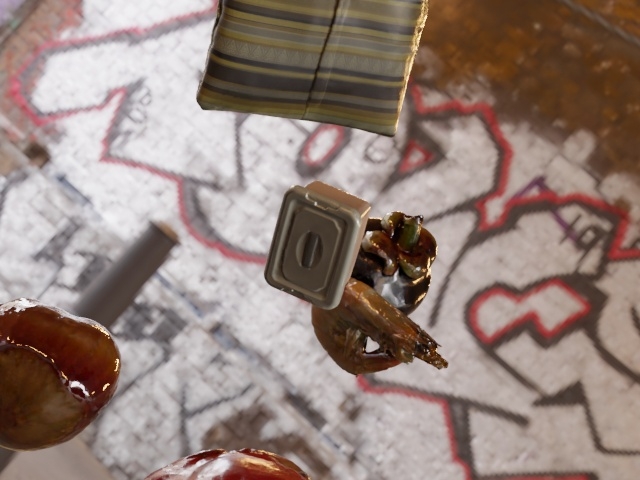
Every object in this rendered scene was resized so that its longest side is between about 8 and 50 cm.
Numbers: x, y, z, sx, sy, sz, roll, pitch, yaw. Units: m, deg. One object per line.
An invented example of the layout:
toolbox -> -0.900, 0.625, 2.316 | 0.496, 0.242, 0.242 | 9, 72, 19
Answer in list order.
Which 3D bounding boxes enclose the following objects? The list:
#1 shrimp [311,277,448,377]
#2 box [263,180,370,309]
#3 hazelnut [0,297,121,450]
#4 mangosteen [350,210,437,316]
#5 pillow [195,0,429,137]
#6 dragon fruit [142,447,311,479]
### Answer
shrimp -> 0.083, 0.158, 1.856 | 0.063, 0.152, 0.287 | -4, 26, -44
box -> 0.000, 0.000, 1.250 | 0.089, 0.122, 0.062 | 23, 29, 14
hazelnut -> -0.398, 0.183, 1.669 | 0.252, 0.217, 0.217 | -4, -27, 23
mangosteen -> 0.113, 0.038, 2.021 | 0.194, 0.230, 0.194 | 26, 44, -28
pillow -> 0.001, -0.205, 1.139 | 0.208, 0.212, 0.052 | 7, 30, -14
dragon fruit -> -0.091, 0.333, 1.129 | 0.277, 0.277, 0.342 | 43, -13, -12
